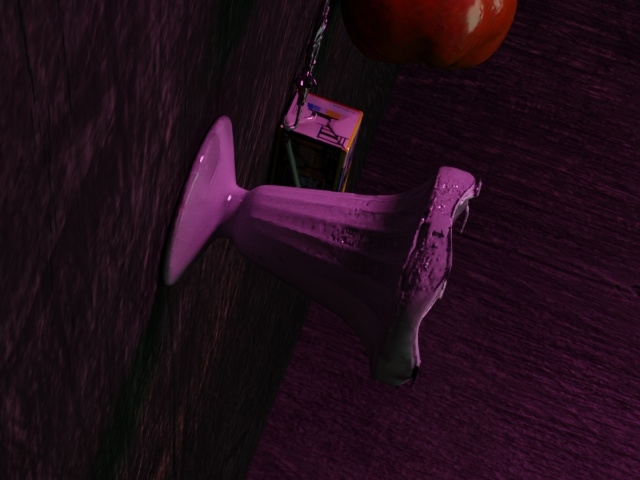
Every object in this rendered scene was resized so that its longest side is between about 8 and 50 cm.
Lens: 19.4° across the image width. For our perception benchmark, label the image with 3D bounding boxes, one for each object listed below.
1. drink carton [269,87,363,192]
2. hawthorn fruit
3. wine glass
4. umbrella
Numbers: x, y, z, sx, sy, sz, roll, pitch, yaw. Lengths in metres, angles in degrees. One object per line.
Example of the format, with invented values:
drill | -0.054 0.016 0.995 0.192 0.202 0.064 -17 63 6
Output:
drink carton | -0.008 -0.072 1.797 0.165 0.071 0.056 102 12 -60
hawthorn fruit | 0.104 -0.250 1.789 0.189 0.189 0.189 19 90 -86
wine glass | 0.000 0.000 1.320 0.165 0.197 0.165 20 90 -88
umbrella | -0.006 -0.171 1.714 0.022 0.022 0.148 16 -94 56
